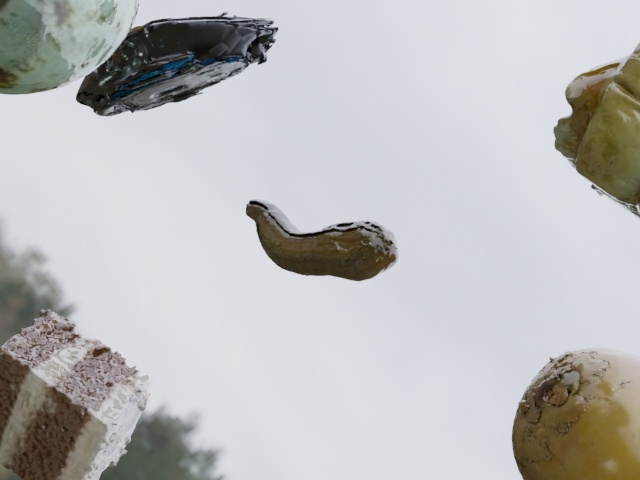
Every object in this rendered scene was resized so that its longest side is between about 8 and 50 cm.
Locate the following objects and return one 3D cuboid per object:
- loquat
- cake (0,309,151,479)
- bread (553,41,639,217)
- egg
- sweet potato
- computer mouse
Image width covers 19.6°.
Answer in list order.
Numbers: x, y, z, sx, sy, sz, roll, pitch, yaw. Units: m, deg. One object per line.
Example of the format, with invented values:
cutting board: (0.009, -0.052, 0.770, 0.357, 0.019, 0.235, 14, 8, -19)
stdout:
loquat: (0.352, 0.245, 2.315, 0.235, 0.235, 0.235, 48, -16, 18)
cake: (-0.266, 0.171, 1.915, 0.147, 0.135, 0.134, 28, -65, 10)
bread: (0.424, -0.071, 1.863, 0.341, 0.210, 0.300, 38, 8, 30)
egg: (-0.234, -0.201, 1.489, 0.169, 0.169, 0.231, 48, 27, 20)
sweet potato: (-0.004, 0.005, 2.243, 0.233, 0.081, 0.062, 12, -17, 36)
computer mouse: (-0.163, -0.203, 2.042, 0.146, 0.242, 0.077, 16, 56, -80)
